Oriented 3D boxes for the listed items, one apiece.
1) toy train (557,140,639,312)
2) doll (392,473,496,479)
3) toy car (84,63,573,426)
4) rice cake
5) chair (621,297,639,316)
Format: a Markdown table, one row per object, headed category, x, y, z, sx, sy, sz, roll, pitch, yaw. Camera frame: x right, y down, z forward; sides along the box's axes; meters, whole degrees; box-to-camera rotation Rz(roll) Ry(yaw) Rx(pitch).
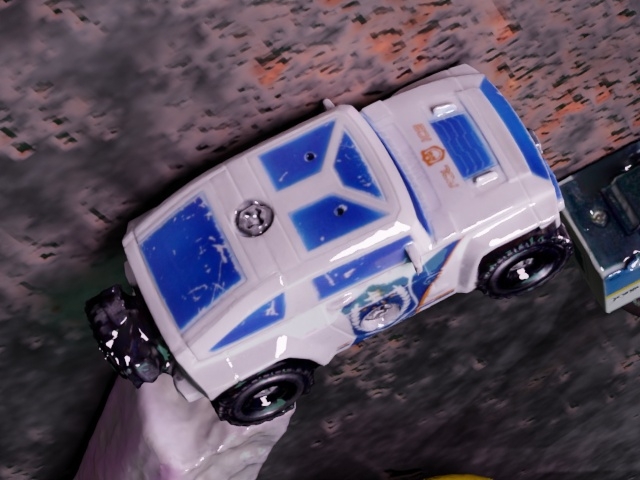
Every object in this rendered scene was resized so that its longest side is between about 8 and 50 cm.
| category | x | y | z | sx | sy | sz | roll | pitch | yaw |
| --- | --- | --- | --- | --- | --- | --- | --- | --- | --- |
| toy train | 0.211 | -0.048 | 0.833 | 0.234 | 0.052 | 0.051 | -27 | 155 | -3 |
| doll | 0.052 | 0.288 | 1.094 | 0.348 | 0.161 | 0.423 | -50 | 144 | 13 |
| toy car | 0.000 | 0.000 | 0.692 | 0.170 | 0.080 | 0.070 | -26 | 150 | -3 |
| rice cake | -0.100 | 0.160 | 0.879 | 0.056 | 0.073 | 0.365 | -6 | 146 | -30 |
| chair | 0.261 | -0.002 | 0.937 | 0.229 | 0.113 | 0.106 | 19 | 139 | -5 |
